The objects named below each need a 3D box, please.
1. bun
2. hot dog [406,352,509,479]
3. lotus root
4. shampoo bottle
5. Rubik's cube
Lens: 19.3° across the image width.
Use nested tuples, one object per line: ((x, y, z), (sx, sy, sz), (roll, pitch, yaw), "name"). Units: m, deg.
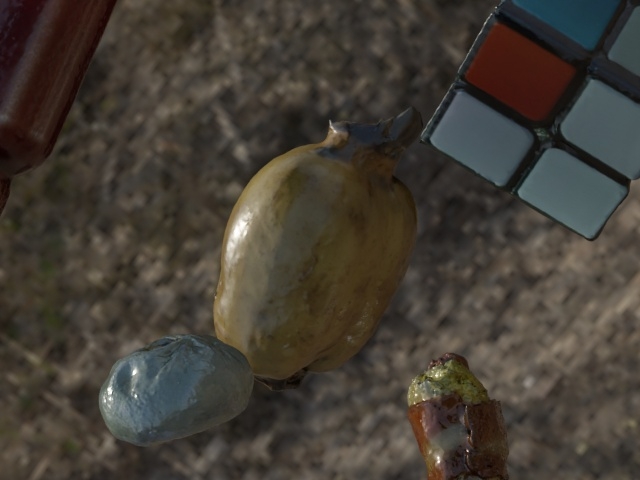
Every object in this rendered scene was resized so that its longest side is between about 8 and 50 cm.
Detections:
((-0.073, 0.070, 0.922), (0.083, 0.045, 0.083), (-13, 11, 3), "bun")
((0.161, 0.227, 2.050), (0.103, 0.213, 0.146), (-14, -3, -11), "hot dog")
((0.000, 0.000, 1.263), (0.125, 0.118, 0.221), (-17, -47, -55), "lotus root")
((-0.172, -0.132, 1.082), (0.118, 0.076, 0.314), (10, 71, 37), "shampoo bottle")
((0.207, -0.139, 1.473), (0.183, 0.167, 0.180), (-58, -2, -36), "Rubik's cube")
